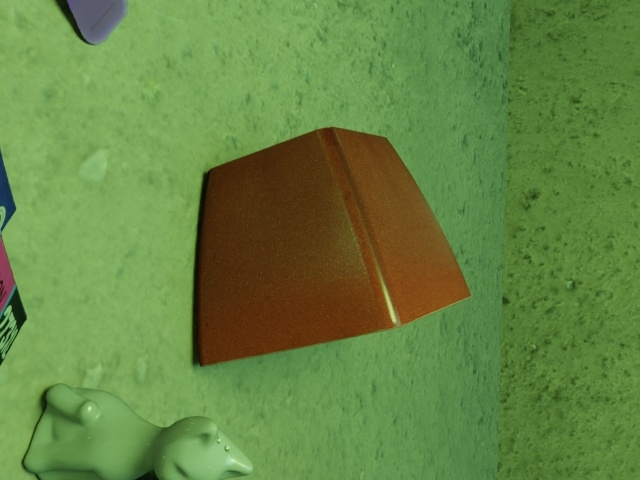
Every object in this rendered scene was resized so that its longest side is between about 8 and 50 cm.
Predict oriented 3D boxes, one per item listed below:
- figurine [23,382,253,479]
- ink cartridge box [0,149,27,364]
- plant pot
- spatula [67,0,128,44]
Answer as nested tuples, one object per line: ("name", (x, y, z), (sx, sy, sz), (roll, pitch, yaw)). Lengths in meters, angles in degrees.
("figurine", (-0.134, 0.219, 0.658), (0.214, 0.210, 0.092), (62, 37, -38))
("ink cartridge box", (-0.271, 0.100, 0.453), (0.175, 0.069, 0.370), (123, -15, -61))
("plant pot", (0.000, 0.000, 0.897), (0.267, 0.267, 0.235), (-7, 82, -62))
("spatula", (-0.263, -0.312, 0.642), (0.296, 0.030, 0.084), (59, 42, -42))
